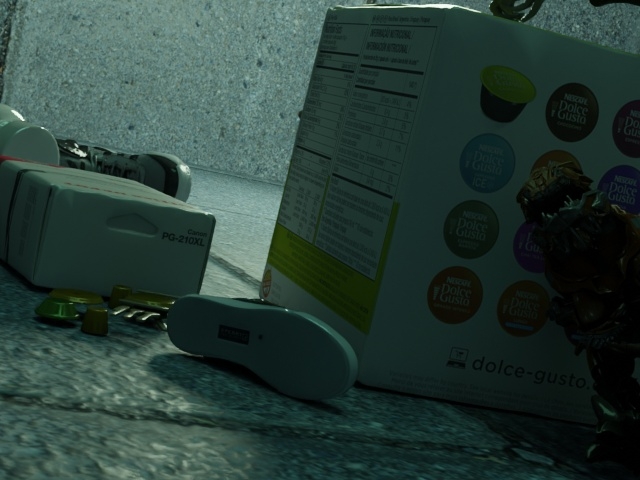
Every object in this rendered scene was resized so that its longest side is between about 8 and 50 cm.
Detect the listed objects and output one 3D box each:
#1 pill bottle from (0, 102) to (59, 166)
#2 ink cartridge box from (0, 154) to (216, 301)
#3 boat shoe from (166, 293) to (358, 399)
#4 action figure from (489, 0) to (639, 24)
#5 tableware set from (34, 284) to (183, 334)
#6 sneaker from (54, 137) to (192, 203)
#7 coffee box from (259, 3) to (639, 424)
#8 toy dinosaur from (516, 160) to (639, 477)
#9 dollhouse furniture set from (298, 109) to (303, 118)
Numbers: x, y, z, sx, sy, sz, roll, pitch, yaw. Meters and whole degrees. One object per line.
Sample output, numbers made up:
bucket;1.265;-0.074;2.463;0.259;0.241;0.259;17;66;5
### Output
pill bottle;-0.473;-0.131;1.750;0.229;0.131;0.131;17;7;35
ink cartridge box;-0.233;-0.012;1.286;0.172;0.100;0.237;10;5;-29
boat shoe;-0.031;0.079;1.027;0.183;0.065;0.083;16;7;34
action figure;0.203;-0.254;1.133;0.275;0.141;0.164;31;12;5
tableware set;-0.182;0.060;1.102;0.104;0.024;0.154;11;6;6
sneaker;-0.327;-0.096;1.937;0.268;0.101;0.153;10;3;42
coffee box;0.171;-0.035;1.253;0.337;0.335;0.338;12;6;-19
toy dinosaur;0.273;0.063;1.026;0.322;0.164;0.218;21;31;-30
dollhouse furniture set;0.096;-0.032;1.477;0.242;0.212;0.161;-8;27;-36
